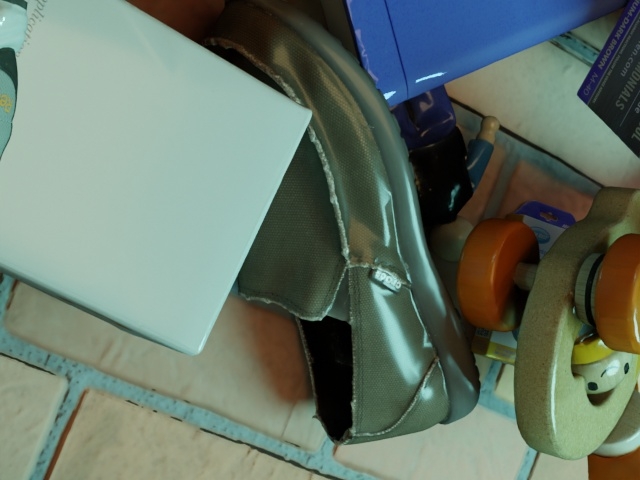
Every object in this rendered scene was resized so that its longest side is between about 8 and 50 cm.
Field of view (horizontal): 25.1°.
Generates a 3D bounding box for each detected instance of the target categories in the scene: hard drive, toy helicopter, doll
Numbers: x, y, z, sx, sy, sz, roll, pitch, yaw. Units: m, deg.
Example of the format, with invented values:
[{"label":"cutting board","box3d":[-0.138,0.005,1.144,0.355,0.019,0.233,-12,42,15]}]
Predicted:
[{"label":"hard drive","box3d":[0.136,-0.246,1.047,0.319,0.040,0.210,-25,111,-22]},{"label":"toy helicopter","box3d":[0.249,0.062,1.134,0.355,0.140,0.235,-31,121,-49]},{"label":"doll","box3d":[0.084,-0.072,1.116,0.129,0.046,0.189,-25,105,-24]}]

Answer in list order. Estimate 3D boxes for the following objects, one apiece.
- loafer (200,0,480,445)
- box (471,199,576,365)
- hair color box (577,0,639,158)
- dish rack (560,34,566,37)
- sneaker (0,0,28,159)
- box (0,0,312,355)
[{"label":"loafer","box3d":[0.000,0.000,1.029,0.130,0.134,0.366,-31,108,-20]},{"label":"box","box3d":[0.179,0.038,1.185,0.081,0.028,0.136,17,89,-28]},{"label":"hair color box","box3d":[0.392,-0.134,1.136,0.339,0.110,0.185,10,119,-33]},{"label":"dish rack","box3d":[0.150,-0.288,1.110,0.271,0.074,0.208,25,88,-28]},{"label":"sneaker","box3d":[-0.268,-0.069,0.666,0.271,0.100,0.108,-4,102,-26]},{"label":"box","box3d":[-0.218,-0.086,0.862,0.345,0.215,0.168,29,82,-26]}]
